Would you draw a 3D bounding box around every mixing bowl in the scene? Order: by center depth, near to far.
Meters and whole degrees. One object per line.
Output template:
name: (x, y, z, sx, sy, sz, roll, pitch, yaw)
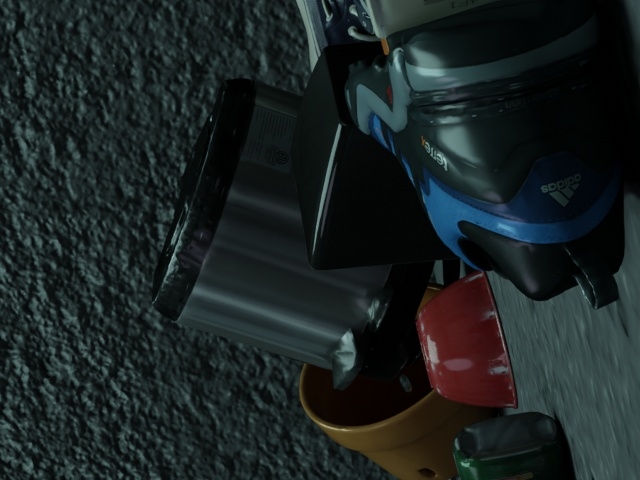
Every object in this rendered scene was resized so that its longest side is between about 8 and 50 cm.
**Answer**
mixing bowl: (0.175, 0.131, 1.471, 0.181, 0.098, 0.181, -13, -90, -86)

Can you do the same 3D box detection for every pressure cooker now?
pressure cooker: (0.002, -0.002, 1.678, 0.375, 0.420, 0.369, -138, 66, -79)

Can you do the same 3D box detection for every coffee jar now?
coffee jar: (0.181, 0.251, 1.047, 0.079, 0.096, 0.184, -86, -18, -71)

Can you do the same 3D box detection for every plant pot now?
plant pot: (0.072, -0.099, 1.193, 0.167, 0.188, 0.187, 92, 171, -46)
plant pot: (0.141, 0.237, 1.812, 0.203, 0.291, 0.291, 56, -166, -32)

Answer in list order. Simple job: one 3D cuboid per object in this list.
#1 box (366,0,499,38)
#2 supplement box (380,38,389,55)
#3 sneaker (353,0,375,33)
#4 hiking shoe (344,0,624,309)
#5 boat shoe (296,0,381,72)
box: (0.038, -0.249, 0.601, 0.113, 0.094, 0.275, 69, -172, -62)
supplement box: (0.064, -0.263, 0.942, 0.078, 0.080, 0.233, -76, -29, -85)
sneaker: (0.076, -0.237, 1.140, 0.163, 0.086, 0.226, 70, -174, -53)
hiking shoe: (0.078, -0.041, 0.601, 0.304, 0.113, 0.132, -57, -48, -84)
boat shoe: (0.057, -0.296, 1.541, 0.158, 0.127, 0.340, -58, 46, 49)
